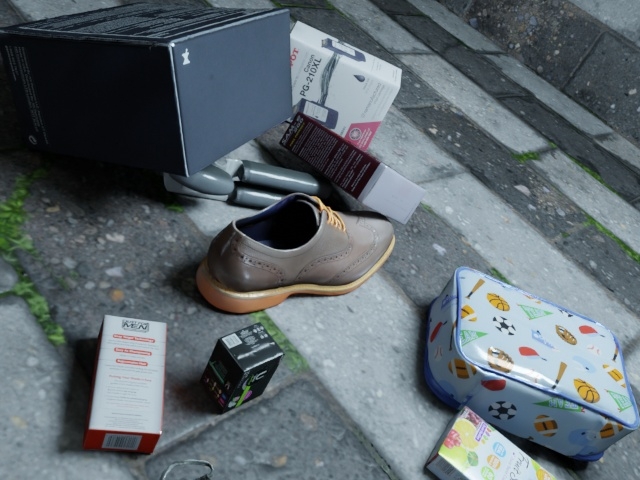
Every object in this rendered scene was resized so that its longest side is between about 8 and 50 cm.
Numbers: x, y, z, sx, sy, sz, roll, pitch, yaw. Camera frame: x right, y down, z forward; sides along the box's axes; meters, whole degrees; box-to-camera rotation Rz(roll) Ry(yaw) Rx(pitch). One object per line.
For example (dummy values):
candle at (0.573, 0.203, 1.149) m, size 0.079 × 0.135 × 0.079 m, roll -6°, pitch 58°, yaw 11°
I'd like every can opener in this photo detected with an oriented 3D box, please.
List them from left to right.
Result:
can opener at (-0.110, -0.081, 0.953) m, size 0.281 × 0.074 × 0.093 m, roll 7°, pitch 32°, yaw -29°

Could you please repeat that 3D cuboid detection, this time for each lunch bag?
lunch bag at (0.307, 0.172, 0.889) m, size 0.304 × 0.114 × 0.243 m, roll 24°, pitch 34°, yaw -4°

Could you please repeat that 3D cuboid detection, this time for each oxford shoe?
oxford shoe at (0.000, 0.000, 0.876) m, size 0.364 × 0.132 × 0.130 m, roll -17°, pitch 55°, yaw -44°

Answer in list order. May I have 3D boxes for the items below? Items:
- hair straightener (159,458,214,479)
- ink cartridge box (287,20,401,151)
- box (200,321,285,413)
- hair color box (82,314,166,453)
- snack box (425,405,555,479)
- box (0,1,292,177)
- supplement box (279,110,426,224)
hair straightener at (-0.141, 0.272, 0.497) m, size 0.047 × 0.089 × 0.230 m, roll 15°, pitch 36°, yaw 9°
ink cartridge box at (0.019, -0.306, 1.221) m, size 0.237 × 0.171 × 0.100 m, roll 23°, pitch 37°, yaw -7°
box at (-0.090, 0.145, 0.688) m, size 0.062 × 0.083 × 0.052 m, roll -17°, pitch 54°, yaw -43°
hair color box at (-0.205, 0.150, 0.642) m, size 0.072 × 0.043 × 0.141 m, roll 12°, pitch 41°, yaw -21°
snack box at (0.212, 0.288, 0.750) m, size 0.141 × 0.037 × 0.100 m, roll 38°, pitch 39°, yaw 13°
box at (-0.236, -0.238, 0.891) m, size 0.294 × 0.182 × 0.296 m, roll 11°, pitch 31°, yaw 24°
supplement box at (0.051, -0.126, 1.030) m, size 0.130 × 0.073 × 0.239 m, roll 22°, pitch 13°, yaw -49°
